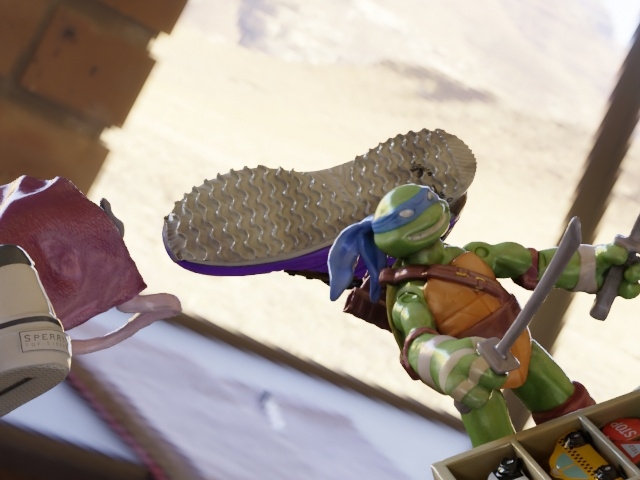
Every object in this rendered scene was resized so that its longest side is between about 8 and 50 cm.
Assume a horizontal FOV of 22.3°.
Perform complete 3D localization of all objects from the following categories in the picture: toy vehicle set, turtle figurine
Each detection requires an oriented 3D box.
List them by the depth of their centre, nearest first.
[{"bbox_3d":[0.183,0.167,0.887,0.166,0.035,0.267,-19,22,-10],"label":"toy vehicle set"},{"bbox_3d":[0.153,0.077,1.051,0.198,0.275,0.266,-68,137,-66],"label":"turtle figurine"}]

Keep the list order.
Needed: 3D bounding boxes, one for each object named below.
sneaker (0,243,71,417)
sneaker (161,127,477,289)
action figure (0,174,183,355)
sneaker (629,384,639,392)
[{"bbox_3d":[-0.258,0.084,1.005,0.094,0.258,0.091,21,48,-56],"label":"sneaker"},{"bbox_3d":[0.001,0.001,1.483,0.293,0.146,0.102,-13,55,-15],"label":"sneaker"},{"bbox_3d":[-0.343,0.080,1.488,0.276,0.248,0.370,52,32,-10],"label":"action figure"},{"bbox_3d":[0.273,0.210,1.269,0.094,0.151,0.256,61,-2,-25],"label":"sneaker"}]
